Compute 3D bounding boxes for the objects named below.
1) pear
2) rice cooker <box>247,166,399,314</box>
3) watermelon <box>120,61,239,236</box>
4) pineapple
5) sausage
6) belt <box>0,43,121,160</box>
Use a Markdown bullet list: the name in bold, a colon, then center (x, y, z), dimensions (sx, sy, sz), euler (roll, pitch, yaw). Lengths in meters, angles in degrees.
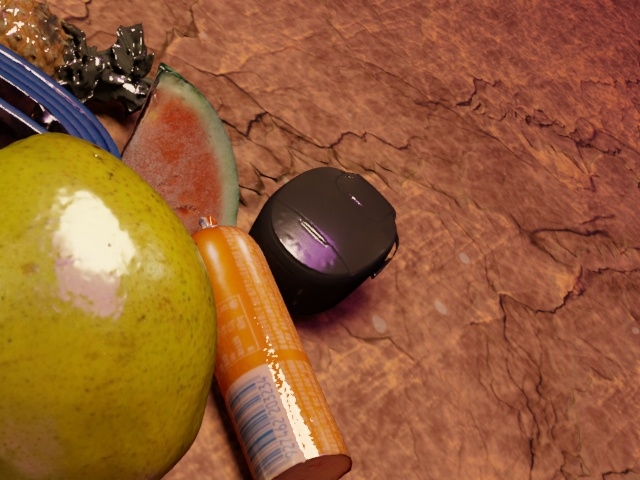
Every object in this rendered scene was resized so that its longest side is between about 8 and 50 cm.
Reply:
- **pear**: center (-0.214, 0.062, 0.964), dimensions (0.294, 0.294, 0.294), euler (24, 38, -20)
- **rice cooker**: center (0.001, -0.001, 1.351), dimensions (0.142, 0.118, 0.203), euler (46, 36, 10)
- **watermelon**: center (-0.151, -0.077, 1.277), dimensions (0.136, 0.207, 0.202), euler (10, 56, 3)
- **pineapple**: center (-0.270, -0.193, 1.320), dimensions (0.237, 0.119, 0.111), euler (17, 60, -45)
- **sausage**: center (-0.067, 0.098, 1.205), dimensions (0.093, 0.093, 0.312), euler (5, 47, -39)
- **belt**: center (-0.361, -0.104, 1.145), dimensions (0.347, 0.117, 0.212), euler (31, 35, -15)
